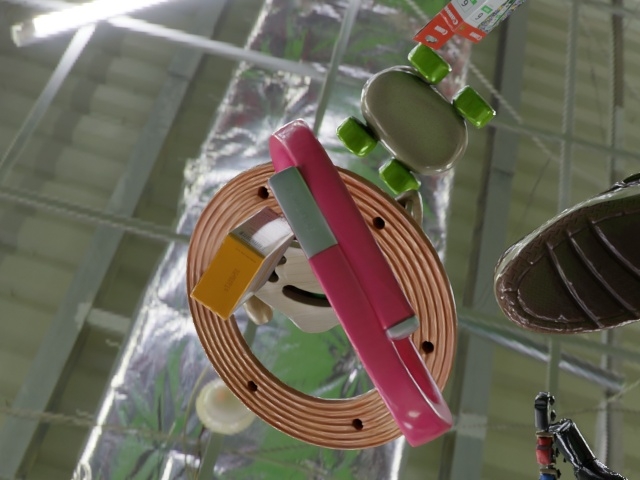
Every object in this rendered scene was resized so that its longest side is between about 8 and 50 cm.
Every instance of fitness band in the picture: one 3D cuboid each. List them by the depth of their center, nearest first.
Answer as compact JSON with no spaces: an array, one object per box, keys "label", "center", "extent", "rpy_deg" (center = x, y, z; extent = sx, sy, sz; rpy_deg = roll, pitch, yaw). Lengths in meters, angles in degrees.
[{"label":"fitness band","center":[0.030,0.032,0.811],"extent":[0.054,0.209,0.291],"rpy_deg":[-27,-108,1]}]

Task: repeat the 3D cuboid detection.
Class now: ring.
[{"label":"ring","center":[-0.005,0.072,1.067],"extent":[0.336,0.336,0.032],"rpy_deg":[35,-148,16]}]

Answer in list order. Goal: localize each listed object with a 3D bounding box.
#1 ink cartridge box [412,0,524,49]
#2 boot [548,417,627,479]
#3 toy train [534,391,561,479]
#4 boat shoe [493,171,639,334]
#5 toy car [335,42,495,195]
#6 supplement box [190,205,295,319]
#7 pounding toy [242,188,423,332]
[{"label":"ink cartridge box","center":[0.154,-0.228,0.985],"extent":[0.063,0.115,0.029],"rpy_deg":[4,-129,-58]},{"label":"boot","center":[0.354,0.290,1.303],"extent":[0.045,0.121,0.099],"rpy_deg":[-29,-90,-11]},{"label":"toy train","center":[0.301,0.279,1.290],"extent":[0.027,0.158,0.036],"rpy_deg":[-1,-167,30]},{"label":"boat shoe","center":[0.244,-0.008,0.708],"extent":[0.257,0.095,0.095],"rpy_deg":[-21,-168,2]},{"label":"toy car","center":[0.117,-0.167,1.247],"extent":[0.149,0.155,0.188],"rpy_deg":[43,-164,-12]},{"label":"supplement box","center":[-0.058,0.016,0.768],"extent":[0.036,0.062,0.098],"rpy_deg":[35,-161,4]},{"label":"pounding toy","center":[0.000,0.000,1.146],"extent":[0.269,0.154,0.155],"rpy_deg":[-20,-150,22]}]
